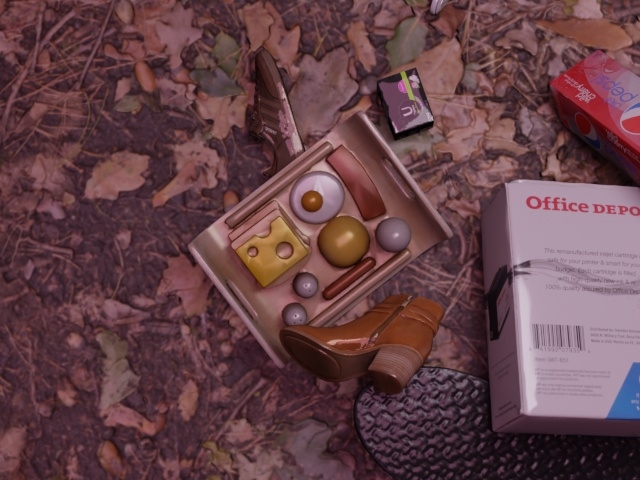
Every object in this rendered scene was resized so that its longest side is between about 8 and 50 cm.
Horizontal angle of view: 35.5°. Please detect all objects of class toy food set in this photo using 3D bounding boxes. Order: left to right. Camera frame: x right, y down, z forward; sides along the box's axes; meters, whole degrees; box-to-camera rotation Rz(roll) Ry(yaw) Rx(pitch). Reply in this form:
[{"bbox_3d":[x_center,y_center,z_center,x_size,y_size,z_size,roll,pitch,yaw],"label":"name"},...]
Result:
[{"bbox_3d":[0.000,0.000,1.380,0.306,0.092,0.220,-38,96,-2],"label":"toy food set"}]

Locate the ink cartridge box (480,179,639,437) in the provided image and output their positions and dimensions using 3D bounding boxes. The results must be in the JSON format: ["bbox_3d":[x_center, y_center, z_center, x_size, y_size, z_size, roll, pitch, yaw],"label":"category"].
[{"bbox_3d":[0.337,0.091,1.303,0.223,0.129,0.308,3,69,-8],"label":"ink cartridge box"}]

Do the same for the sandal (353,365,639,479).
[{"bbox_3d":[0.257,0.266,1.365,0.445,0.107,0.168,6,83,-9],"label":"sandal"}]

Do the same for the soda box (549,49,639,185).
[{"bbox_3d":[0.414,-0.152,1.324,0.092,0.083,0.263,-33,39,0],"label":"soda box"}]

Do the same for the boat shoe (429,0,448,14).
[{"bbox_3d":[0.194,-0.372,1.466,0.035,0.035,0.100,26,79,9],"label":"boat shoe"}]

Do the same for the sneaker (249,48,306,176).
[{"bbox_3d":[-0.075,-0.182,1.443,0.071,0.066,0.189,-18,82,2],"label":"sneaker"}]

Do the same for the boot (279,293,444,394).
[{"bbox_3d":[0.058,0.121,1.340,0.197,0.073,0.152,18,46,21],"label":"boot"}]

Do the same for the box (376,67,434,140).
[{"bbox_3d":[0.122,-0.196,1.440,0.062,0.052,0.083,-19,84,1],"label":"box"}]
